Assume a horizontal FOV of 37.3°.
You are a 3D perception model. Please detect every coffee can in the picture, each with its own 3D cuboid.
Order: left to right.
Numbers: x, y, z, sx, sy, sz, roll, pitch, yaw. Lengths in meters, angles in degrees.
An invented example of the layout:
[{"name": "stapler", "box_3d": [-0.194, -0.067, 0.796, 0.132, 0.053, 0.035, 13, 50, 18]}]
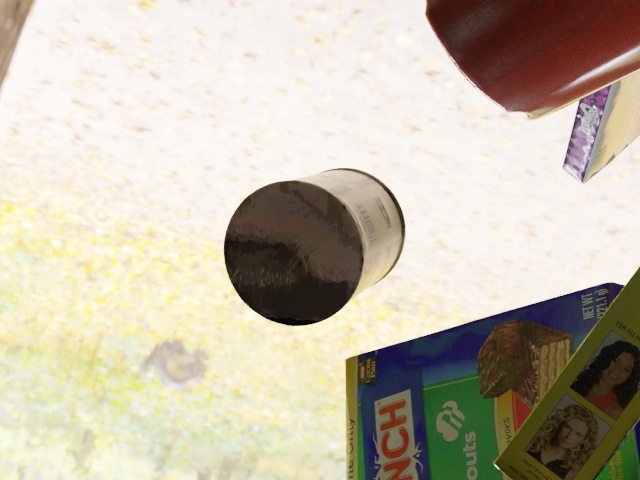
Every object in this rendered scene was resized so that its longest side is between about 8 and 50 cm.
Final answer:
[{"name": "coffee can", "box_3d": [0.000, 0.000, 1.399, 0.201, 0.201, 0.275, 9, -170, 16]}]

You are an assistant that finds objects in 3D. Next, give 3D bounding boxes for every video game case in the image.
[{"name": "video game case", "box_3d": [0.374, -0.197, 1.087, 0.042, 0.210, 0.232, 42, 163, 24]}]

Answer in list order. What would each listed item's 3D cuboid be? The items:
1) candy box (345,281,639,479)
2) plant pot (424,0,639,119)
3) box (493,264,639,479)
[{"name": "candy box", "box_3d": [0.164, 0.205, 0.821, 0.122, 0.268, 0.317, 16, 153, -37]}, {"name": "plant pot", "box_3d": [0.236, -0.248, 0.781, 0.272, 0.272, 0.265, 26, 138, -34]}, {"name": "box", "box_3d": [0.208, 0.069, 0.624, 0.058, 0.232, 0.087, 36, -176, 18]}]
